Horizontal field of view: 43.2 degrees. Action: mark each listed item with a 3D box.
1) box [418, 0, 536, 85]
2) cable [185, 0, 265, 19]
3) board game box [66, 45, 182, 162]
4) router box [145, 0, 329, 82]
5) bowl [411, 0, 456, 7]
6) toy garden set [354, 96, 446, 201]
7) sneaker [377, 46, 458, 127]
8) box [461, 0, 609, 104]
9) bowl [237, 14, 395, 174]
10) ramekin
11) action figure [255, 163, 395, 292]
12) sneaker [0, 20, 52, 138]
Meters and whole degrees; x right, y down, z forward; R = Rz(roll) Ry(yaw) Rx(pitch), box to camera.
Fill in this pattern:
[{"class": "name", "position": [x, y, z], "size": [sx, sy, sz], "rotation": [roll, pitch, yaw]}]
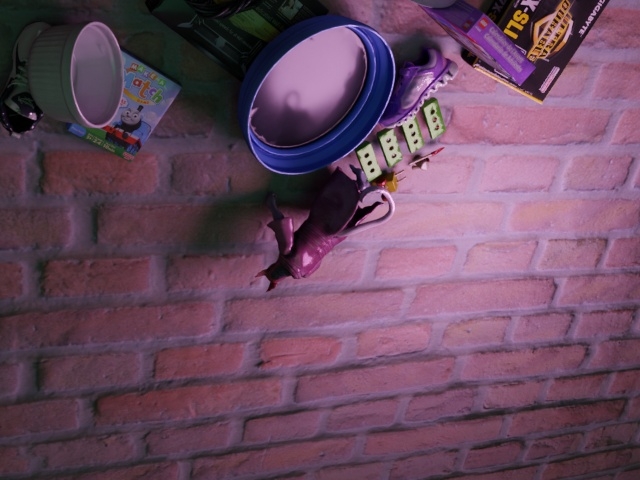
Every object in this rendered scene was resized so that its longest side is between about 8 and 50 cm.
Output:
[{"class": "box", "position": [0.332, -0.471, 1.803], "size": [0.201, 0.293, 0.057], "rotation": [31, 106, -36]}, {"class": "cable", "position": [-0.191, -0.519, 1.599], "size": [0.184, 0.047, 0.150], "rotation": [-18, 126, -11]}, {"class": "board game box", "position": [-0.426, -0.293, 1.756], "size": [0.160, 0.039, 0.211], "rotation": [28, 107, -34]}, {"class": "router box", "position": [-0.172, -0.493, 1.707], "size": [0.309, 0.081, 0.243], "rotation": [34, 104, -36]}, {"class": "bowl", "position": [0.195, -0.630, 1.668], "size": [0.298, 0.298, 0.134], "rotation": [40, 83, -37]}, {"class": "toy garden set", "position": [0.209, -0.230, 2.065], "size": [0.244, 0.049, 0.204], "rotation": [-33, 135, -8]}, {"class": "sneaker", "position": [0.216, -0.375, 1.953], "size": [0.236, 0.095, 0.104], "rotation": [-45, 121, 3]}, {"class": "box", "position": [0.534, -0.530, 1.991], "size": [0.257, 0.079, 0.322], "rotation": [20, 112, -30]}, {"class": "bowl", "position": [-0.011, -0.327, 1.826], "size": [0.391, 0.077, 0.391], "rotation": [-24, 142, -20]}, {"class": "ramekin", "position": [-0.485, -0.327, 1.595], "size": [0.109, 0.207, 0.207], "rotation": [4, 126, 14]}, {"class": "action figure", "position": [0.000, 0.000, 2.002], "size": [0.370, 0.276, 0.248], "rotation": [-48, 134, -6]}, {"class": "sneaker", "position": [-0.579, -0.308, 1.607], "size": [0.094, 0.153, 0.235], "rotation": [22, 110, -34]}]
